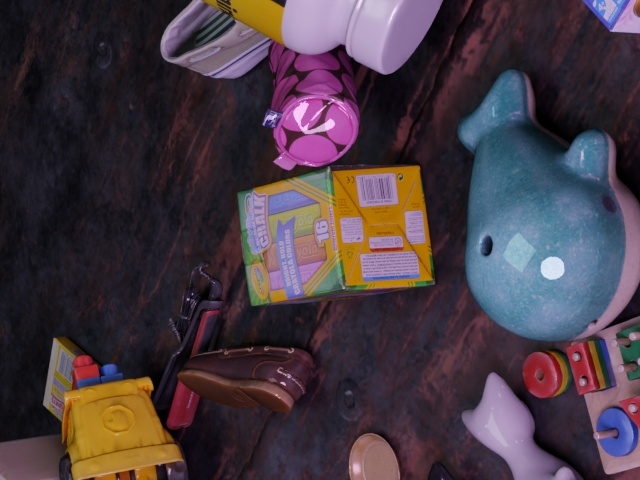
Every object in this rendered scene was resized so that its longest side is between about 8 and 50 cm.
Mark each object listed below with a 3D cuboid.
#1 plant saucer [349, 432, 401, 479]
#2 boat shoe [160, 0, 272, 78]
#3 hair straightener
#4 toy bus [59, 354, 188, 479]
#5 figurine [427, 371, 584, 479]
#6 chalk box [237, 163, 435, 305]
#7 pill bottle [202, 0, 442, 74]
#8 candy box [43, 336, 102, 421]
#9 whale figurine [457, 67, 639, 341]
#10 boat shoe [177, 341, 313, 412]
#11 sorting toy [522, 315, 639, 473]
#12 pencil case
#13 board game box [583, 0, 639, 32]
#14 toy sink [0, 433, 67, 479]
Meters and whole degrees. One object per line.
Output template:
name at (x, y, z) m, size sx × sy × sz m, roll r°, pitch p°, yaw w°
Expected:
plant saucer at (0.063, 0.251, 1.970) m, size 0.083 × 0.015 × 0.083 m, roll 7°, pitch 99°, yaw 50°
boat shoe at (-0.071, -0.270, 2.027) m, size 0.302 × 0.094 × 0.109 m, roll -41°, pitch 62°, yaw 43°
hair straightener at (-0.170, 0.117, 2.217) m, size 0.089 × 0.047 × 0.230 m, roll 43°, pitch 130°, yaw 41°
toy bus at (-0.266, 0.257, 2.253) m, size 0.220 × 0.149 × 0.211 m, roll 105°, pitch 150°, yaw -54°
figurine at (0.180, 0.265, 1.779) m, size 0.209 × 0.092 × 0.215 m, roll 55°, pitch 131°, yaw 38°
chalk box at (0.000, 0.000, 1.936) m, size 0.213 × 0.132 × 0.132 m, roll -14°, pitch 82°, yaw 52°
pill bottle at (-0.042, -0.308, 1.844) m, size 0.334 × 0.188 × 0.188 m, roll 30°, pitch 119°, yaw 15°
candy box at (-0.306, 0.217, 2.413) m, size 0.206 × 0.027 × 0.105 m, roll 33°, pitch 120°, yaw 45°
whale figurine at (0.188, -0.034, 1.693) m, size 0.216 × 0.141 × 0.272 m, roll -49°, pitch 52°, yaw 42°
boat shoe at (-0.085, 0.154, 2.111) m, size 0.207 × 0.073 × 0.073 m, roll 3°, pitch 58°, yaw 48°
sorting toy at (0.291, 0.138, 1.657) m, size 0.274 × 0.046 × 0.132 m, roll -26°, pitch 73°, yaw 48°
pencil case at (-0.014, -0.160, 1.905) m, size 0.098 × 0.095 × 0.209 m, roll -54°, pitch 18°, yaw 26°
board game box at (0.267, -0.408, 1.622) m, size 0.318 × 0.066 × 0.319 m, roll 54°, pitch 131°, yaw 33°
toy sink at (-0.395, 0.399, 2.441) m, size 0.131 × 0.153 × 0.234 m, roll 30°, pitch 115°, yaw 45°
